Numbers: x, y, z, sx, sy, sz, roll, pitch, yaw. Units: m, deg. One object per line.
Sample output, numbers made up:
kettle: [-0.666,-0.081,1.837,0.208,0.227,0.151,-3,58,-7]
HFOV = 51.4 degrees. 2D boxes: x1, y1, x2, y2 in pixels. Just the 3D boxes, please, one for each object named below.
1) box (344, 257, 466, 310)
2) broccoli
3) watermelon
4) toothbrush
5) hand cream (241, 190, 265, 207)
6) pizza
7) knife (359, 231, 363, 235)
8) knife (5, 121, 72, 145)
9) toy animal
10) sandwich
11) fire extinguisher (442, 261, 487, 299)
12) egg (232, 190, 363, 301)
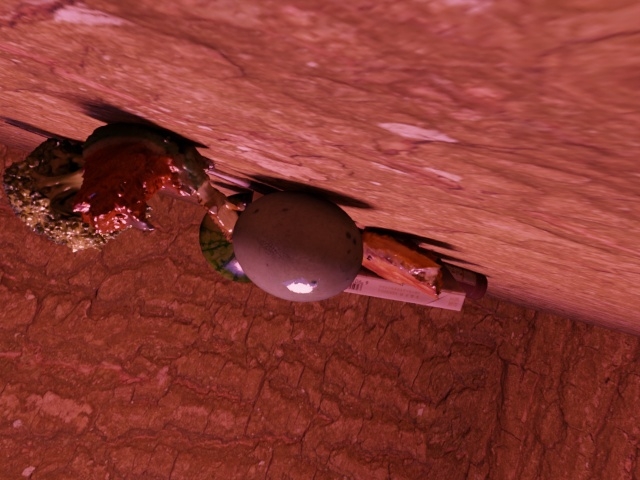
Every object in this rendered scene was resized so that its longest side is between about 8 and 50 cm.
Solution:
box: [0.127,0.067,1.511,0.366,0.051,0.204,10,-160,-11]
broccoli: [-0.500,-0.095,1.413,0.260,0.235,0.288,17,-146,28]
watermelon: [-0.158,-0.006,1.391,0.188,0.187,0.215,17,179,-7]
toothbrush: [-0.100,-0.087,1.073,0.026,0.024,0.288,-3,164,40]
hand cream: [-0.053,-0.054,1.219,0.186,0.054,0.087,11,166,-8]
pizza: [0.158,0.034,1.314,0.161,0.085,0.305,35,173,-23]
knife: [0.009,-0.035,1.467,0.061,0.027,0.343,20,180,38]
knife: [-0.620,-0.233,1.494,0.170,0.010,0.023,20,177,-34]
toy animal: [-0.167,-0.042,1.217,0.099,0.057,0.241,34,164,51]
sandwich: [-0.249,-0.072,0.859,0.185,0.159,0.109,4,150,44]
fire extinguisher: [0.321,0.087,1.757,0.231,0.071,0.099,18,-155,-13]
egg: [-0.039,0.008,1.026,0.169,0.169,0.237,19,-179,-41]
